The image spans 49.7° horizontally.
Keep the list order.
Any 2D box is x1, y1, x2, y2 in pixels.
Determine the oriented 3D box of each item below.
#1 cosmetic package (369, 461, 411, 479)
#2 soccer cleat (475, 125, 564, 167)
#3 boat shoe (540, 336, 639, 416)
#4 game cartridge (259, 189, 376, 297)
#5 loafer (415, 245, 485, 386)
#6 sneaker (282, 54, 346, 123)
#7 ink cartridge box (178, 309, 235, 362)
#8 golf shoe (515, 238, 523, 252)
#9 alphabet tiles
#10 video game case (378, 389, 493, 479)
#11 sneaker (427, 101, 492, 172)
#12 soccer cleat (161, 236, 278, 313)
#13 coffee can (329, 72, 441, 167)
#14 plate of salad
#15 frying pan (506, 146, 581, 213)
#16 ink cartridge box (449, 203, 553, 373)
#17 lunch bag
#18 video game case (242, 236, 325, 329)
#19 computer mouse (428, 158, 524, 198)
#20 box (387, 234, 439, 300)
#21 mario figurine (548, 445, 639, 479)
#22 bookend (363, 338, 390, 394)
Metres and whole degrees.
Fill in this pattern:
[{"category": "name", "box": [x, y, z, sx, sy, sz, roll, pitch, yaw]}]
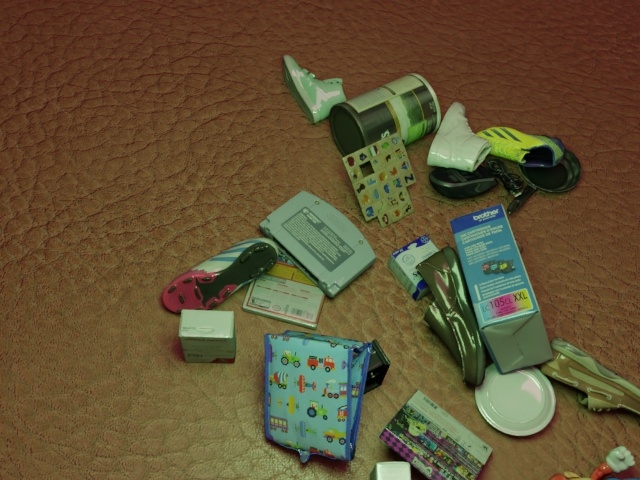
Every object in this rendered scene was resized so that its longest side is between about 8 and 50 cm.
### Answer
[{"category": "cosmetic package", "box": [0.161, 0.624, 1.545, 0.086, 0.117, 0.231, 0, 60, -4]}, {"category": "soccer cleat", "box": [0.588, -0.279, 2.093, 0.289, 0.093, 0.121, 11, 39, 26]}, {"category": "boat shoe", "box": [0.704, 0.375, 1.758, 0.324, 0.123, 0.116, 33, 92, 5]}, {"category": "game cartridge", "box": [0.000, 0.000, 1.912, 0.198, 0.062, 0.297, -36, 68, -28]}, {"category": "loafer", "box": [0.333, 0.202, 1.784, 0.130, 0.134, 0.366, -16, 70, 7]}, {"category": "sneaker", "box": [-0.015, -0.505, 2.216, 0.151, 0.094, 0.256, -26, 75, -13]}, {"category": "ink cartridge box", "box": [-0.274, 0.238, 1.701, 0.127, 0.175, 0.072, 3, 59, -4]}, {"category": "golf shoe", "box": [0.482, 0.004, 1.973, 0.186, 0.067, 0.086, 31, 63, 13]}, {"category": "alphabet tiles", "box": [0.186, -0.167, 1.997, 0.198, 0.009, 0.237, -27, 105, -20]}, {"category": "video game case", "box": [0.275, 0.477, 1.626, 0.232, 0.042, 0.210, 37, 28, 16]}, {"category": "sneaker", "box": [0.444, -0.309, 2.111, 0.169, 0.108, 0.292, 15, 50, 15]}, {"category": "soccer cleat", "box": [-0.262, 0.091, 1.843, 0.331, 0.143, 0.116, -26, 106, -1]}, {"category": "coffee can", "box": [0.194, -0.366, 2.090, 0.275, 0.201, 0.201, -27, 65, -19]}, {"category": "plate of salad", "box": [0.491, 0.398, 1.749, 0.200, 0.048, 0.199, -2, 58, 3]}, {"category": "frying pan", "box": [0.686, -0.173, 2.107, 0.197, 0.053, 0.326, 17, 60, 7]}, {"category": "ink cartridge box", "box": [0.453, 0.098, 1.763, 0.151, 0.270, 0.395, -17, 50, 15]}, {"category": "lunch bag", "box": [-0.018, 0.371, 1.604, 0.221, 0.138, 0.293, 6, 89, 24]}, {"category": "video game case", "box": [-0.075, 0.091, 1.895, 0.204, 0.025, 0.285, 15, 59, 4]}, {"category": "computer mouse", "box": [0.451, -0.169, 2.065, 0.272, 0.072, 0.188, -5, 35, -13]}, {"category": "box", "box": [0.277, 0.075, 1.910, 0.126, 0.072, 0.137, -28, 66, -19]}, {"category": "mario figurine", "box": [0.668, 0.592, 1.574, 0.321, 0.170, 0.198, 3, 24, -12]}, {"category": "bookend", "box": [0.078, 0.332, 1.688, 0.156, 0.157, 0.072, -23, 64, -19]}]
